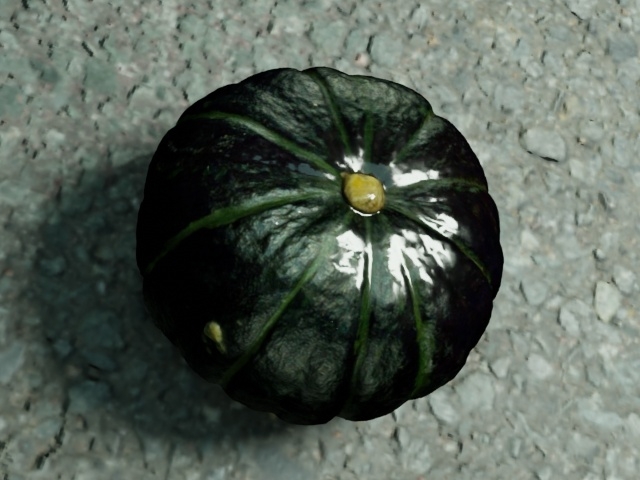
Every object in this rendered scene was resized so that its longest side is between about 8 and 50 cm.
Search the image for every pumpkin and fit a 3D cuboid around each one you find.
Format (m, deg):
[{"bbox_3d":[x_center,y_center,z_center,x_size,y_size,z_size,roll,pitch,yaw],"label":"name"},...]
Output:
[{"bbox_3d":[0.000,0.000,0.604,0.220,0.162,0.220,6,69,-17],"label":"pumpkin"}]
